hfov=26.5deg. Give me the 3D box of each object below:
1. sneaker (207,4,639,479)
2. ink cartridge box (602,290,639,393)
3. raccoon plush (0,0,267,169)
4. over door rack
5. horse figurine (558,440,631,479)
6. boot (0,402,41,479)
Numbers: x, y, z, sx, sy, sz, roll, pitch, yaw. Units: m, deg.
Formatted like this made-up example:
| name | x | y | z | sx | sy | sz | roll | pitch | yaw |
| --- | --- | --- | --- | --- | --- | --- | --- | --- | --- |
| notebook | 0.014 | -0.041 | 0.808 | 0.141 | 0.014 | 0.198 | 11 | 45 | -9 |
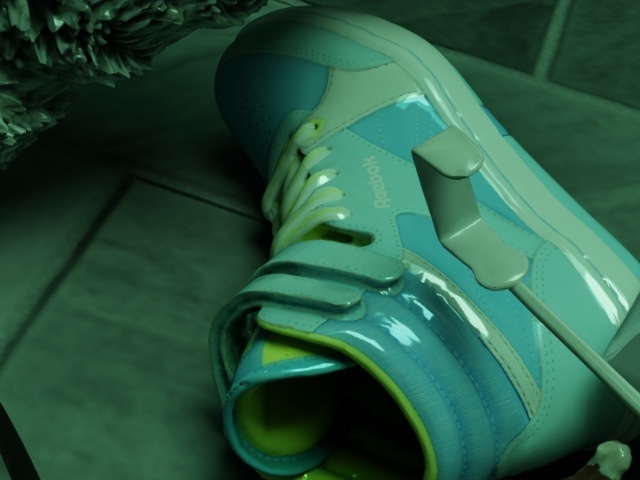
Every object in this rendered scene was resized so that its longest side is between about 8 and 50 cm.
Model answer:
| name | x | y | z | sx | sy | sz | roll | pitch | yaw |
| --- | --- | --- | --- | --- | --- | --- | --- | --- | --- |
| sneaker | 0.000 | 0.000 | 0.661 | 0.208 | 0.127 | 0.319 | -20 | 50 | -36 |
| ink cartridge box | 0.302 | 0.027 | 0.565 | 0.270 | 0.197 | 0.198 | 37 | 47 | 4 |
| raccoon plush | -0.058 | -0.104 | 0.649 | 0.446 | 0.299 | 0.216 | 16 | 25 | -7 |
| over door rack | 0.043 | 0.139 | 0.459 | 0.239 | 0.108 | 0.324 | -30 | 55 | -11 |
| horse figurine | 0.200 | 0.165 | 0.522 | 0.066 | 0.174 | 0.263 | -22 | 64 | -43 |
| boot | -0.181 | 0.181 | 0.349 | 0.280 | 0.096 | 0.264 | -29 | 55 | -9 |
